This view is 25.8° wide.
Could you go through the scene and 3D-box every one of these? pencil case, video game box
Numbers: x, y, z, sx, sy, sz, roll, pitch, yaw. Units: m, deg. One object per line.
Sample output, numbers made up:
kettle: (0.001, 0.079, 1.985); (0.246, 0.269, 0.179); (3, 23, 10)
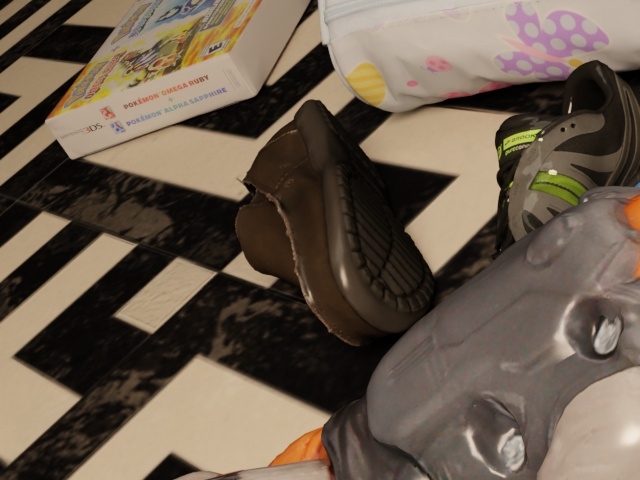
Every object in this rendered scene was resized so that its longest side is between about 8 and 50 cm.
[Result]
pencil case: (0.127, -0.138, 0.770); (0.273, 0.114, 0.124); (-3, 17, 45)
video game box: (-0.104, -0.162, 1.129); (0.187, 0.048, 0.205); (-18, 30, 32)

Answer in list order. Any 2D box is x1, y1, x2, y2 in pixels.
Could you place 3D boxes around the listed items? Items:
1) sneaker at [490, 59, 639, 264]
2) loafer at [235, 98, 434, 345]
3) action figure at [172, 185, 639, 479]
sneaker: (0.098, -0.013, 0.624); (0.067, 0.078, 0.188); (-31, 16, 52)
loafer: (0.000, 0.000, 0.734); (0.078, 0.080, 0.220); (-38, 21, 10)
action figure: (0.051, 0.101, 0.403); (0.330, 0.178, 0.341); (-38, 22, 13)
